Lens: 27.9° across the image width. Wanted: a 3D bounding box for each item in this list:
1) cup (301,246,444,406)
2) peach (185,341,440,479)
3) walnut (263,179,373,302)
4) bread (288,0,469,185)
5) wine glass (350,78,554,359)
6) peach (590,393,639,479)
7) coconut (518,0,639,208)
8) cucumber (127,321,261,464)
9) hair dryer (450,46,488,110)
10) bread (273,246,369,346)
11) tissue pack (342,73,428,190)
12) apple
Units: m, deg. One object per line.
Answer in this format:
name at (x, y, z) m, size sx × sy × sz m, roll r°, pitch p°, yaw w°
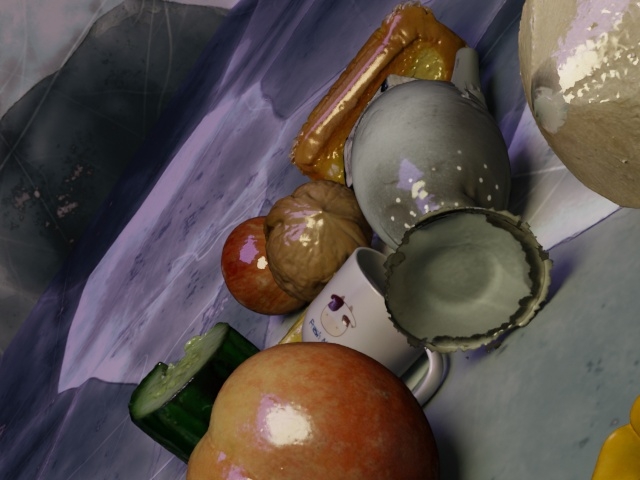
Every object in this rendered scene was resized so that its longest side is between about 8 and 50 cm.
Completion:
cup at (0.062, 0.117, 1.451) m, size 0.142 × 0.173 × 0.134 m, roll -50°, pitch -11°, yaw 18°
peach at (-0.004, 0.226, 1.248) m, size 0.252 × 0.252 × 0.252 m, roll -46°, pitch 22°, yaw 25°
walnut at (0.000, 0.000, 1.667) m, size 0.155 × 0.155 × 0.184 m, roll -63°, pitch -13°, yaw -19°
bread at (0.085, -0.191, 1.807) m, size 0.288 × 0.152 × 0.119 m, roll -51°, pitch 15°, yaw 9°
wine glass at (0.132, -0.041, 1.417) m, size 0.190 × 0.190 × 0.357 m, roll -48°, pitch 20°, yaw 20°
peach at (0.265, 0.168, 0.909) m, size 0.179 × 0.103 × 0.179 m, roll -48°, pitch 18°, yaw 22°
coconut at (0.290, -0.157, 1.144) m, size 0.244 × 0.239 × 0.239 m, roll -27°, pitch 5°, yaw -30°
cucumber at (-0.164, 0.214, 1.776) m, size 0.191 × 0.130 × 0.191 m, roll -41°, pitch 24°, yaw 23°
hair dryer at (0.165, -0.164, 1.724) m, size 0.199 × 0.067 × 0.167 m, roll -40°, pitch 30°, yaw 59°
bread at (0.009, 0.119, 1.584) m, size 0.245 × 0.094 × 0.102 m, roll -49°, pitch 12°, yaw 15°
tissue pack at (0.093, -0.126, 1.669) m, size 0.170 × 0.090 × 0.103 m, roll 130°, pitch 140°, yaw -57°
apple at (-0.066, 0.034, 1.816) m, size 0.131 × 0.146 × 0.146 m, roll -19°, pitch 40°, yaw 45°
